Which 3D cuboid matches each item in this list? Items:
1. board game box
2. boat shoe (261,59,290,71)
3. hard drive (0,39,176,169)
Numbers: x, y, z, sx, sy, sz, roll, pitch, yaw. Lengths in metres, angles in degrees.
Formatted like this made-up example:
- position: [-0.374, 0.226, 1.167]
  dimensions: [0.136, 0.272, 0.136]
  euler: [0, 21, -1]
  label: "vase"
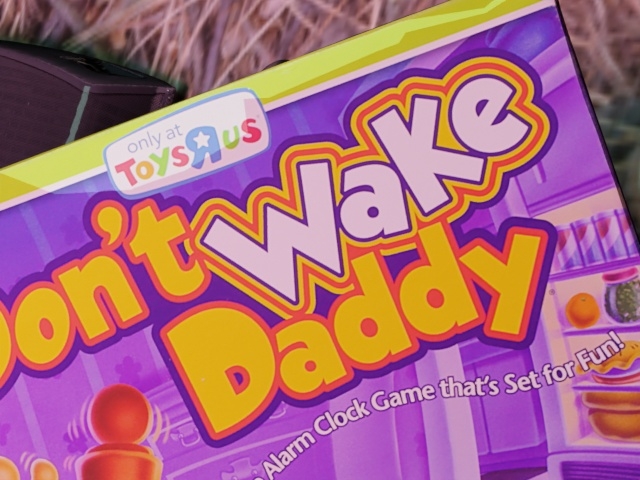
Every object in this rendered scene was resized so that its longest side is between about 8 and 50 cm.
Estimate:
- position: [-0.055, 0.088, 0.490]
  dimensions: [0.347, 0.078, 0.233]
  euler: [-20, 91, 12]
  label: "board game box"
- position: [0.000, 0.000, 0.642]
  dimensions: [0.065, 0.075, 0.206]
  euler: [-51, 41, 22]
  label: "boat shoe"
- position: [-0.193, -0.031, 0.859]
  dimensions: [0.255, 0.054, 0.172]
  euler: [15, 85, 46]
  label: "hard drive"
